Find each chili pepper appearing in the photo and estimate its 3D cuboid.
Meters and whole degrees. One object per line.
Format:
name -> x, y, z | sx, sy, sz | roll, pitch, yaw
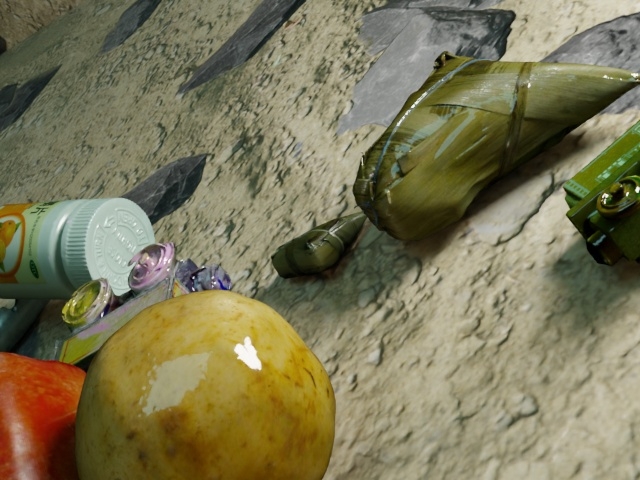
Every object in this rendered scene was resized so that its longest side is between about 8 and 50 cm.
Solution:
chili pepper -> -0.319, 0.296, 1.061 | 0.251, 0.229, 0.305 | -66, 26, 25

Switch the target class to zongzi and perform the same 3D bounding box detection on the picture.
zongzi -> 0.186, -0.100, 1.097 | 0.274, 0.125, 0.251 | 11, 57, 48
zongzi -> 0.000, 0.000, 1.264 | 0.104, 0.052, 0.113 | -11, 28, 51

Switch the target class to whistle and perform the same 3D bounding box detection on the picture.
whistle -> -0.476, 0.065, 1.723 | 0.062, 0.062, 0.312 | 0, 49, 50

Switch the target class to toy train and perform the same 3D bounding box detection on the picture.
toy train -> 0.325, -0.070, 0.929 | 0.225, 0.090, 0.137 | -40, 22, 4
toy train -> -0.236, 0.118, 1.295 | 0.261, 0.134, 0.177 | -29, 32, 22

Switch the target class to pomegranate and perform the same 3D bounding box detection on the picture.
pomegranate -> -0.113, 0.176, 0.972 | 0.260, 0.260, 0.260 | -30, 32, 21

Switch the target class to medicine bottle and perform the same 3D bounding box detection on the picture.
medicine bottle -> -0.429, 0.016, 1.576 | 0.318, 0.158, 0.158 | -3, 47, 33
